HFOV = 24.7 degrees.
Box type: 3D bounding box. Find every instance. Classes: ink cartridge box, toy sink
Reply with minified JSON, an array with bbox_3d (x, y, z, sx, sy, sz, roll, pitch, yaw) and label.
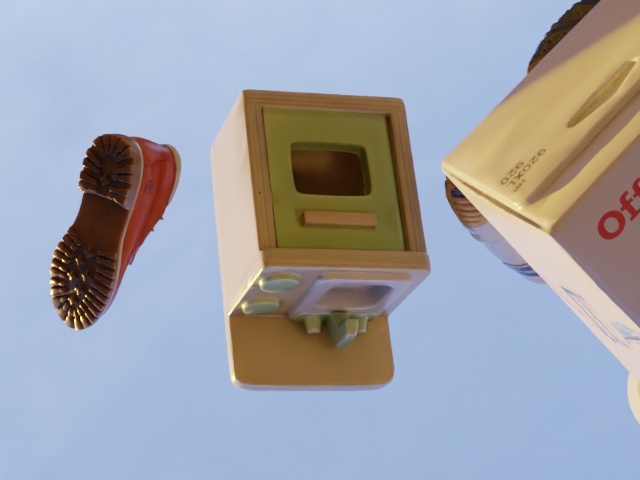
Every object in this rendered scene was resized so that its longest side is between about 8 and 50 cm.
[{"bbox_3d":[0.224,-0.011,0.850,0.171,0.232,0.168,-46,-158,-2],"label":"ink cartridge box"},{"bbox_3d":[0.000,0.000,1.265,0.153,0.131,0.234,2,-113,-18],"label":"toy sink"}]

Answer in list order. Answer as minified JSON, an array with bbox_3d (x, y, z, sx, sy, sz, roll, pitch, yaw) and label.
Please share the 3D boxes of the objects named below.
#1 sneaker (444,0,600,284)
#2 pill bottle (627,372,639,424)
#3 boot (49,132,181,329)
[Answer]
[{"bbox_3d":[0.226,-0.097,1.182,0.296,0.131,0.112,-48,-153,-11],"label":"sneaker"},{"bbox_3d":[0.345,0.119,1.191,0.136,0.245,0.136,1,-97,-11],"label":"pill bottle"},{"bbox_3d":[-0.152,-0.005,1.121,0.059,0.158,0.084,28,-164,23],"label":"boot"}]
